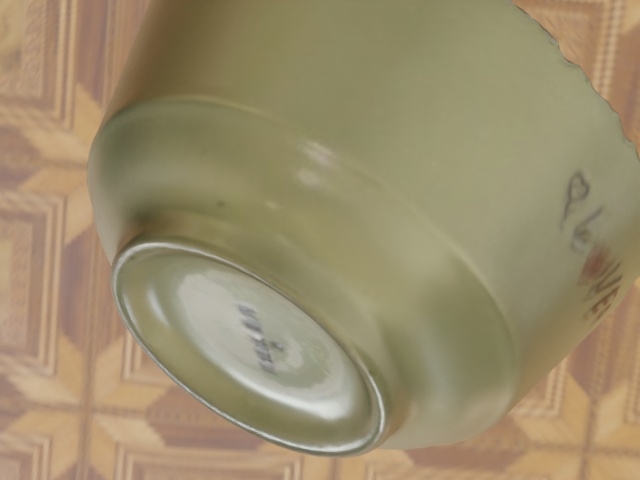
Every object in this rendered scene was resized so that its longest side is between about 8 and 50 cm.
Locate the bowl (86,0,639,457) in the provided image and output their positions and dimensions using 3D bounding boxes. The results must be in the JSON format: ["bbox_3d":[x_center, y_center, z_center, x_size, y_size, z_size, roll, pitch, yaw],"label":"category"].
[{"bbox_3d":[0.000,0.000,0.655,0.211,0.211,0.112,44,59,-15],"label":"bowl"}]
